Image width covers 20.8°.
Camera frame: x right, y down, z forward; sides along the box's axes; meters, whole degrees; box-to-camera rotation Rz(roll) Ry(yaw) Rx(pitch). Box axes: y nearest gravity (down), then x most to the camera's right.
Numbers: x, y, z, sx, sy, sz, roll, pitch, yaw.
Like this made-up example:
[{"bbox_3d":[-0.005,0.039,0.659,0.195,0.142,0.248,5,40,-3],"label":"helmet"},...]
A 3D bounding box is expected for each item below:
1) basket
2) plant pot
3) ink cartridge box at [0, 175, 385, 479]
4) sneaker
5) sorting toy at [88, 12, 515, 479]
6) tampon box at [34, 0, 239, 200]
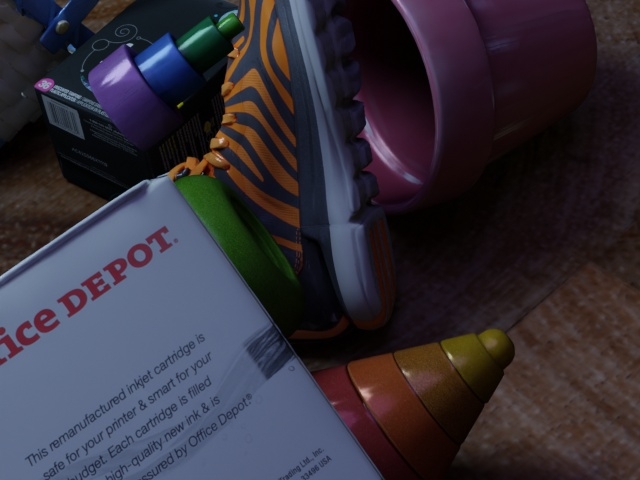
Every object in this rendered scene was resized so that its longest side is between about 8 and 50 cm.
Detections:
[{"bbox_3d":[-0.278,-0.235,1.452,0.255,0.201,0.289,39,95,36],"label":"basket"},{"bbox_3d":[0.102,-0.136,1.330,0.180,0.201,0.201,-18,44,-29],"label":"plant pot"},{"bbox_3d":[-0.103,0.140,1.032,0.211,0.121,0.289,-35,92,-22],"label":"ink cartridge box"},{"bbox_3d":[-0.062,-0.078,1.238,0.180,0.321,0.124,-9,3,14],"label":"sneaker"},{"bbox_3d":[0.000,0.000,1.135,0.126,0.127,0.365,-36,83,7],"label":"sorting toy"},{"bbox_3d":[-0.124,-0.114,1.398,0.120,0.101,0.161,25,55,29],"label":"tampon box"}]
